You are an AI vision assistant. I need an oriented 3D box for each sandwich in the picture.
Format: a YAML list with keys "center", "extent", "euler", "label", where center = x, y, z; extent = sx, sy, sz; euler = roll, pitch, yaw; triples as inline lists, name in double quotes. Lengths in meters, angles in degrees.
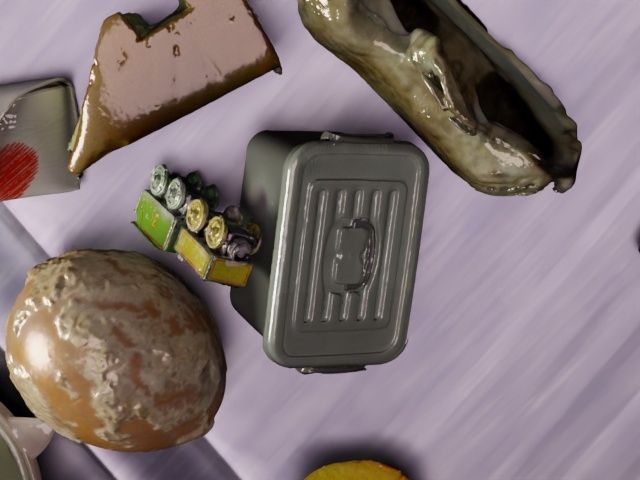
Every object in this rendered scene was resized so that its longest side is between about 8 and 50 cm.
- center: [-0.168, -0.171, 1.594]
  extent: [0.235, 0.122, 0.128]
  euler: [-28, 100, 2]
  label: "sandwich"

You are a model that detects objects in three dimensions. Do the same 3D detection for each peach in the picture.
- center: [0.039, 0.299, 1.720]
  extent: [0.151, 0.118, 0.151]
  euler: [1, 93, 28]
  label: "peach"

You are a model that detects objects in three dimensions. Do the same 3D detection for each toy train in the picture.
- center: [-0.125, -0.012, 1.612]
  extent: [0.060, 0.202, 0.081]
  euler: [13, 105, -34]
  label: "toy train"

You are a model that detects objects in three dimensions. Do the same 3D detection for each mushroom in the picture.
- center: [0.097, -0.169, 1.541]
  extent: [0.344, 0.247, 0.130]
  euler: [40, 114, -20]
  label: "mushroom"

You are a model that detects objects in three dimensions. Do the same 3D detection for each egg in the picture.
- center: [-0.205, 0.115, 1.640]
  extent: [0.245, 0.203, 0.203]
  euler: [37, 102, -18]
  label: "egg"

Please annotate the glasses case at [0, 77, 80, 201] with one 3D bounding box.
- center: [-0.397, -0.079, 1.655]
  extent: [0.308, 0.083, 0.128]
  euler: [-13, 102, 5]
  label: "glasses case"

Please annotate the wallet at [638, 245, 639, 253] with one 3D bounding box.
- center: [0.490, -0.107, 1.634]
  extent: [0.197, 0.051, 0.377]
  euler: [25, 103, -1]
  label: "wallet"

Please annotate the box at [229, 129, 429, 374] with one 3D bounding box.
- center: [0.000, 0.000, 1.614]
  extent: [0.163, 0.135, 0.243]
  euler: [-2, 106, -29]
  label: "box"

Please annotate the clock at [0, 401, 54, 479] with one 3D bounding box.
- center: [-0.428, 0.262, 1.707]
  extent: [0.324, 0.108, 0.265]
  euler: [-5, 103, 13]
  label: "clock"
